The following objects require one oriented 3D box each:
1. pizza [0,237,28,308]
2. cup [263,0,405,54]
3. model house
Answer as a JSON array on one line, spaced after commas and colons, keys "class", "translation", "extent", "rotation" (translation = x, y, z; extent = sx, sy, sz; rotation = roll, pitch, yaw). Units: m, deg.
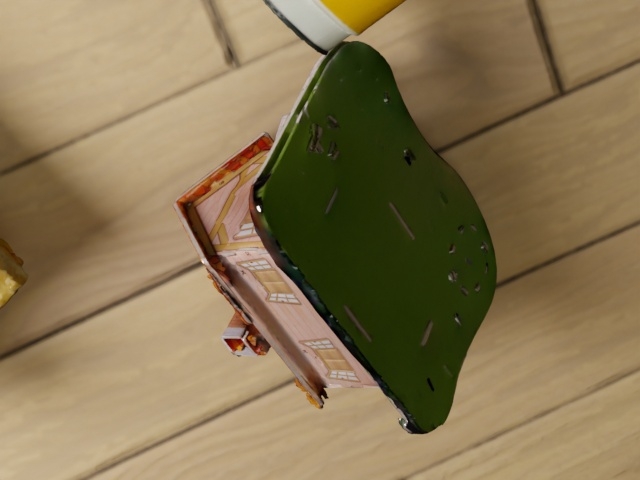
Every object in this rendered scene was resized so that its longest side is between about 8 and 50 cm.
[{"class": "pizza", "translation": [-0.390, 0.008, 1.186], "extent": [0.258, 0.087, 0.268], "rotation": [-37, 118, 5]}, {"class": "cup", "translation": [0.064, -0.270, 1.161], "extent": [0.280, 0.196, 0.196], "rotation": [-42, 119, 12]}, {"class": "model house", "translation": [0.000, 0.001, 1.300], "extent": [0.294, 0.154, 0.207], "rotation": [54, 47, -37]}]
